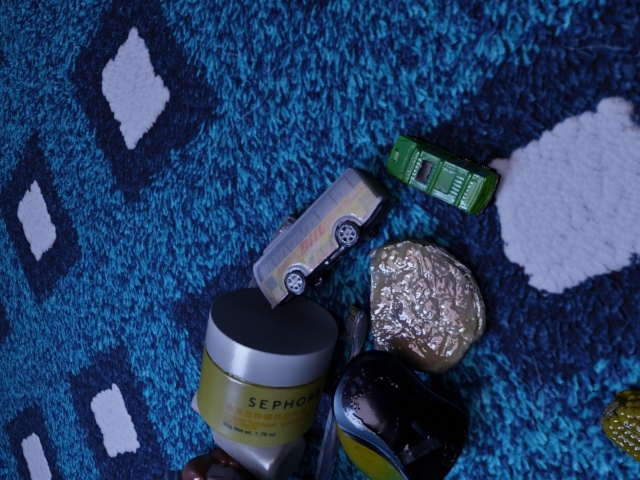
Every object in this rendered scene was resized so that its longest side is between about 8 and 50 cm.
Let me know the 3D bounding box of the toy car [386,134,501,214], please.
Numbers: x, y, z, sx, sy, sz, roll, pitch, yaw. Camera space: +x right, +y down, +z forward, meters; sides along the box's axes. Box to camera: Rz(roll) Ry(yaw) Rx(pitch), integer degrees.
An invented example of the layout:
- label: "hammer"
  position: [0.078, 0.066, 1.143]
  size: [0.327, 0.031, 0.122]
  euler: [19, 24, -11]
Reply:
- label: "toy car"
  position: [0.167, -0.096, 0.655]
  size: [0.165, 0.063, 0.071]
  euler: [32, 115, 27]

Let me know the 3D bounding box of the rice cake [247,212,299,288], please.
- label: "rice cake"
  position: [-0.098, 0.062, 0.875]
  size: [0.056, 0.049, 0.269]
  euler: [23, 115, -9]

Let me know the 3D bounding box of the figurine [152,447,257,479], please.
- label: "figurine"
  position: [-0.202, 0.545, 0.864]
  size: [0.277, 0.388, 0.248]
  euler: [33, 80, -7]

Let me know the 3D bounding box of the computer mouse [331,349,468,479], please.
- label: "computer mouse"
  position: [0.125, 0.262, 0.666]
  size: [0.233, 0.096, 0.137]
  euler: [39, 80, -10]

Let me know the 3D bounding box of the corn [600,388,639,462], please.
- label: "corn"
  position: [0.438, 0.263, 0.514]
  size: [0.231, 0.080, 0.080]
  euler: [38, 117, 25]

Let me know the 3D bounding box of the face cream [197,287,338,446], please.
- label: "face cream"
  position: [-0.094, 0.210, 0.793]
  size: [0.218, 0.218, 0.179]
  euler: [24, 112, 30]

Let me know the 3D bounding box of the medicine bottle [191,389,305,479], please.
- label: "medicine bottle"
  position: [-0.157, 0.380, 0.929]
  size: [0.253, 0.114, 0.114]
  euler: [23, 110, 30]

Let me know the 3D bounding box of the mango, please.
- label: "mango"
  position: [0.097, 0.330, 0.764]
  size: [0.130, 0.092, 0.194]
  euler: [-42, 83, 27]

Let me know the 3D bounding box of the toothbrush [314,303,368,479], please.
- label: "toothbrush"
  position: [0.032, 0.309, 0.836]
  size: [0.042, 0.035, 0.412]
  euler: [30, 115, 50]

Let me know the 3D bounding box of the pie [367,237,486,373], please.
- label: "pie"
  position: [0.158, 0.104, 0.702]
  size: [0.185, 0.052, 0.217]
  euler: [2, 98, 36]

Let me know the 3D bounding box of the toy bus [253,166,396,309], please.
- label: "toy bus"
  position: [0.000, 0.000, 0.752]
  size: [0.268, 0.092, 0.106]
  euler: [-44, 74, 22]
